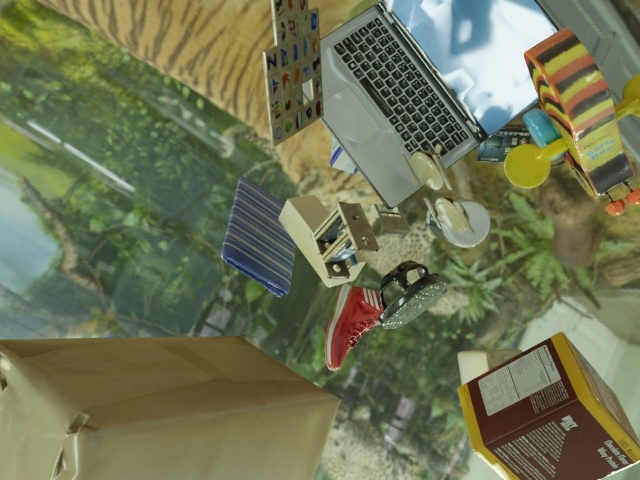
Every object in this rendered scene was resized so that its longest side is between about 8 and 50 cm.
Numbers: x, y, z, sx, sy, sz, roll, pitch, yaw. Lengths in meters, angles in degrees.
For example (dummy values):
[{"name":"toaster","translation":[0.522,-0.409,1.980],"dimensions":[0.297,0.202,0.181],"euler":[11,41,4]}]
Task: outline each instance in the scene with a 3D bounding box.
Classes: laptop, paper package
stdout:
[{"name":"laptop","translation":[0.206,-0.346,1.296],"dimensions":[0.382,0.408,0.236],"euler":[53,168,3]},{"name":"paper package","translation":[-0.174,0.259,0.640],"dimensions":[0.168,0.309,0.325],"euler":[24,-172,36]}]

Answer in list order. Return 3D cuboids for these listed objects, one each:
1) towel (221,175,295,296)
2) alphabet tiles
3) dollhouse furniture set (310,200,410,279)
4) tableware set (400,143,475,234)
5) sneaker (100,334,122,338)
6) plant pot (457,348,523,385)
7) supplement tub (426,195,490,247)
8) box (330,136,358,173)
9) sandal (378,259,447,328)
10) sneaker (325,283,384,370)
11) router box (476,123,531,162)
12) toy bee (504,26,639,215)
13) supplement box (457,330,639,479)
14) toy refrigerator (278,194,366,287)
[{"name":"towel","translation":[-0.175,-0.014,1.944],"dimensions":[0.243,0.336,0.040],"euler":[35,130,-28]},{"name":"alphabet tiles","translation":[-0.044,-0.301,1.110],"dimensions":[0.009,0.198,0.237],"euler":[9,119,24]},{"name":"dollhouse furniture set","translation":[0.101,0.004,1.502],"dimensions":[0.184,0.129,0.129],"euler":[2,146,-36]},{"name":"tableware set","translation":[0.246,-0.101,1.306],"dimensions":[0.194,0.039,0.128],"euler":[59,164,-20]},{"name":"sneaker","translation":[-0.386,0.255,1.129],"dimensions":[0.081,0.090,0.232],"euler":[19,136,-13]},{"name":"plant pot","translation":[0.329,0.250,1.215],"dimensions":[0.109,0.109,0.096],"euler":[-1,159,-8]},{"name":"supplement tub","translation":[0.335,-0.050,1.625],"dimensions":[0.117,0.117,0.190],"euler":[30,-178,-12]},{"name":"box","translation":[0.082,-0.256,1.587],"dimensions":[0.072,0.137,0.126],"euler":[14,147,-16]},{"name":"sandal","translation":[0.199,0.120,1.507],"dimensions":[0.107,0.167,0.446],"euler":[53,-175,13]},{"name":"sneaker","translation":[0.092,0.214,1.588],"dimensions":[0.128,0.221,0.087],"euler":[6,160,19]},{"name":"router box","translation":[0.450,-0.239,1.607],"dimensions":[0.123,0.038,0.092],"euler":[4,126,7]},{"name":"toy bee","translation":[0.339,-0.121,0.794],"dimensions":[0.298,0.195,0.162],"euler":[11,-136,-46]},{"name":"supplement box","translation":[0.357,0.283,1.020],"dimensions":[0.191,0.194,0.129],"euler":[45,-157,-26]},{"name":"toy refrigerator","translation":[0.000,0.000,1.837],"dimensions":[0.102,0.094,0.269],"euler":[-13,-125,-39]}]
